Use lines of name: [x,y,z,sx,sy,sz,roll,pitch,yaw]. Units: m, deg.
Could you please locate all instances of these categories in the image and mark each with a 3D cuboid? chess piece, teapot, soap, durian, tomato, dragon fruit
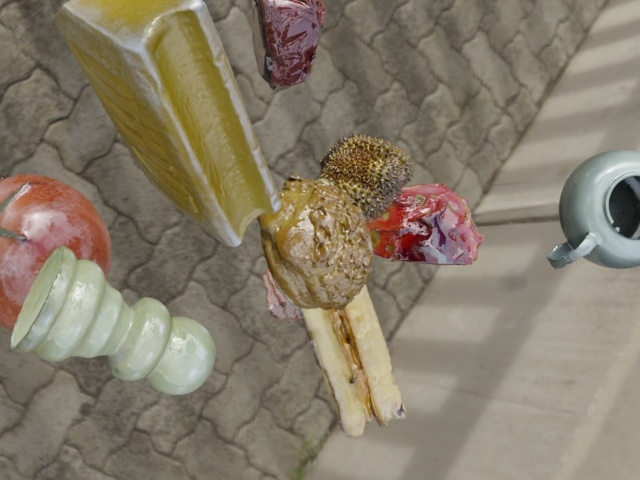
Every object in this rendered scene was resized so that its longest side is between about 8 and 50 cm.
chess piece: [-0.255,0.124,1.132,0.251,0.144,0.144,29,72,-25]
teapot: [0.485,-0.050,1.395,0.294,0.129,0.193,-39,91,-6]
soap: [-0.118,-0.109,0.674,0.073,0.140,0.232,-44,148,-17]
durian: [0.076,-0.111,1.546,0.168,0.137,0.158,23,69,-4]
tomato: [-0.481,0.029,1.469,0.265,0.265,0.265,2,87,-34]
dragon fruit: [0.212,-0.037,1.754,0.274,0.126,0.161,4,96,-5]

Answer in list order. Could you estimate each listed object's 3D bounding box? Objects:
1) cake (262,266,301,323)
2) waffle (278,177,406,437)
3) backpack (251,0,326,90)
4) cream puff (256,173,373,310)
cake: [-0.052,0.107,1.688,0.098,0.287,0.135,-23,98,0]
waffle: [0.016,0.092,1.321,0.114,0.261,0.376,-18,93,0]
backpack: [-0.060,-0.405,1.629,0.138,0.229,0.229,-2,89,-1]
cream puff: [0.000,0.000,0.997,0.165,0.115,0.150,63,16,6]
